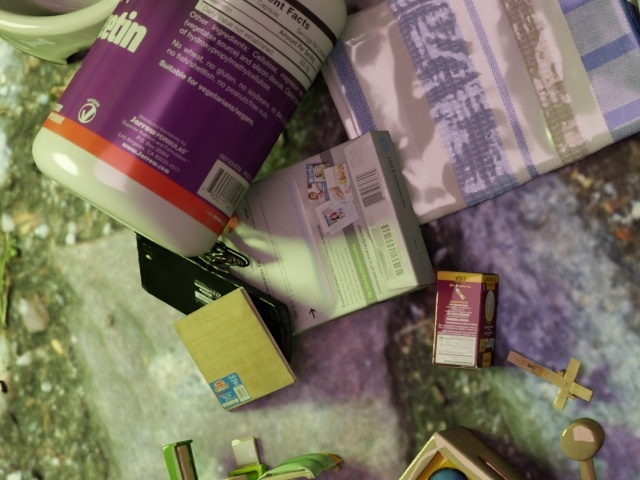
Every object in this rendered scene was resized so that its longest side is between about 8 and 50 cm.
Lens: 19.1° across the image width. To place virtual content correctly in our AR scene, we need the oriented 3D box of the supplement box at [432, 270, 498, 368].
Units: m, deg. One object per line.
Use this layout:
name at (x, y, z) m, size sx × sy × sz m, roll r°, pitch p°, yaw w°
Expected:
supplement box at (0.128, 0.069, 1.666) m, size 0.043 × 0.055 × 0.083 m, roll 4°, pitch 91°, yaw 20°

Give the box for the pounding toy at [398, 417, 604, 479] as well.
pounding toy at (0.163, 0.236, 1.628) m, size 0.181 × 0.094 × 0.206 m, roll 40°, pitch 102°, yaw 17°

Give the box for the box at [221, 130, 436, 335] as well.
box at (0.000, 0.000, 1.704) m, size 0.186 × 0.038 × 0.145 m, roll -22°, pitch 81°, yaw 31°

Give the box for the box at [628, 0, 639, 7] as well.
box at (0.238, -0.356, 1.628) m, size 0.063 × 0.067 × 0.324 m, roll -24°, pitch 80°, yaw 18°

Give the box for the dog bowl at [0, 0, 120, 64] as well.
dog bowl at (-0.236, -0.340, 1.787) m, size 0.349 × 0.102 × 0.349 m, roll -1°, pitch 88°, yaw 21°

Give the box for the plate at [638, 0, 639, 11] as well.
plate at (0.352, -0.197, 1.548) m, size 0.188 × 0.024 × 0.188 m, roll 8°, pitch 127°, yaw 11°

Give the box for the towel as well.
towel at (0.145, -0.148, 1.676) m, size 0.285 × 0.034 × 0.209 m, roll -23°, pitch 82°, yaw 18°

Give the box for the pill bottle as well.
pill bottle at (-0.099, -0.159, 1.650) m, size 0.181 × 0.181 × 0.323 m, roll 29°, pitch 86°, yaw 19°

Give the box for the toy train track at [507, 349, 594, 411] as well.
toy train track at (0.202, 0.118, 1.660) m, size 0.083 × 0.014 × 0.048 m, roll 26°, pitch 105°, yaw 25°

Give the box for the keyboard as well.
keyboard at (-0.091, 0.037, 1.734) m, size 0.192 × 0.038 × 0.100 m, roll 27°, pitch 135°, yaw 33°

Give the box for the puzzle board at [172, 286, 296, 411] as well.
puzzle board at (-0.078, 0.099, 1.722) m, size 0.128 × 0.011 × 0.096 m, roll -28°, pitch 94°, yaw 54°

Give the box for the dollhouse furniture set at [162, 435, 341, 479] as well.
dollhouse furniture set at (-0.062, 0.197, 1.724) m, size 0.152 × 0.076 × 0.058 m, roll -15°, pitch 84°, yaw 20°
